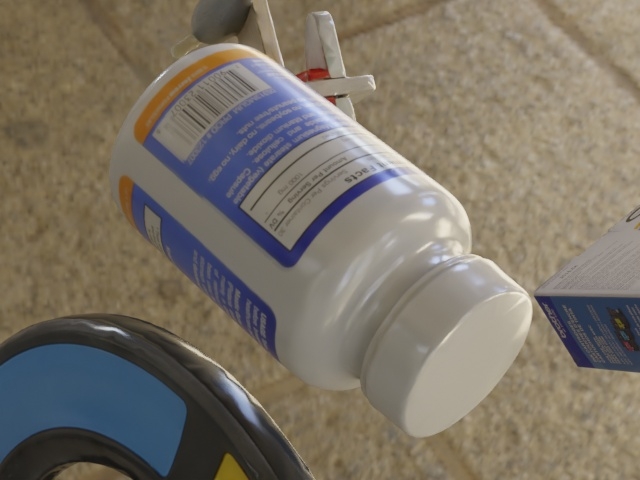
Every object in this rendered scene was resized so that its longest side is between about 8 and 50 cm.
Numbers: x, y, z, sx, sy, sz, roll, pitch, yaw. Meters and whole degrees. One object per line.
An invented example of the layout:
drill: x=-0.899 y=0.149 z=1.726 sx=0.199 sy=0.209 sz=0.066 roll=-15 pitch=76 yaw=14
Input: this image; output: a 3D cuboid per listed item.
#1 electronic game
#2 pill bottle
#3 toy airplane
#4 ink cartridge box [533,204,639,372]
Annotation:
electronic game: x=-0.059 y=0.136 z=0.406 sx=0.048 sy=0.229 sz=0.229 roll=-9 pitch=49 yaw=-44
pill bottle: x=0.000 y=0.000 z=0.860 sx=0.152 sy=0.152 sz=0.272 roll=-32 pitch=56 yaw=-28
toy airplane: x=-0.070 y=-0.139 z=1.681 sx=0.272 sy=0.384 sz=0.386 roll=-11 pitch=40 yaw=-2
ink cartridge box: x=0.497 y=0.058 z=1.913 sx=0.270 sy=0.395 sz=0.151 roll=-36 pitch=104 yaw=-20
